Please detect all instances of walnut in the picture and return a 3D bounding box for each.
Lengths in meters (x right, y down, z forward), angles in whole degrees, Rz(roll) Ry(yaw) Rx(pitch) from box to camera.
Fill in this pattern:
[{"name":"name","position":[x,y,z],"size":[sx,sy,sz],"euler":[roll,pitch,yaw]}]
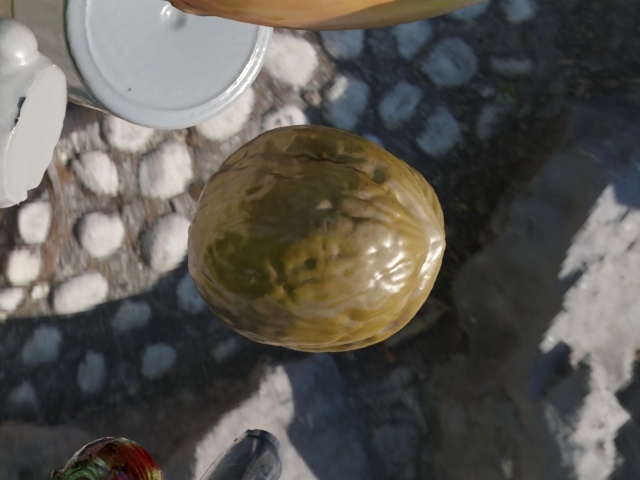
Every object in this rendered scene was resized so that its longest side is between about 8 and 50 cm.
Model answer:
[{"name":"walnut","position":[0.000,0.000,1.876],"size":[0.332,0.333,0.333],"euler":[-4,109,-11]}]

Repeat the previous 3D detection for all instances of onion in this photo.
[{"name":"onion","position":[-0.210,0.256,1.492],"size":[0.118,0.118,0.117],"euler":[23,110,-19]}]

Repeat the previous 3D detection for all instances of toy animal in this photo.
[{"name":"toy animal","position":[-0.301,-0.120,1.160],"size":[0.193,0.127,0.179],"euler":[25,127,3]}]

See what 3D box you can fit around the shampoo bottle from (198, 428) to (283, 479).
[{"name":"shampoo bottle","position":[-0.085,0.216,1.150],"size":[0.087,0.234,0.049],"euler":[-36,95,24]}]

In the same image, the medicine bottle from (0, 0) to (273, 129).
[{"name":"medicine bottle","position":[-0.198,-0.248,1.582],"size":[0.237,0.232,0.238],"euler":[-8,107,-28]}]

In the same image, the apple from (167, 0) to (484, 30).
[{"name":"apple","position":[0.058,-0.235,0.691],"size":[0.309,0.314,0.252],"euler":[-7,97,30]}]
